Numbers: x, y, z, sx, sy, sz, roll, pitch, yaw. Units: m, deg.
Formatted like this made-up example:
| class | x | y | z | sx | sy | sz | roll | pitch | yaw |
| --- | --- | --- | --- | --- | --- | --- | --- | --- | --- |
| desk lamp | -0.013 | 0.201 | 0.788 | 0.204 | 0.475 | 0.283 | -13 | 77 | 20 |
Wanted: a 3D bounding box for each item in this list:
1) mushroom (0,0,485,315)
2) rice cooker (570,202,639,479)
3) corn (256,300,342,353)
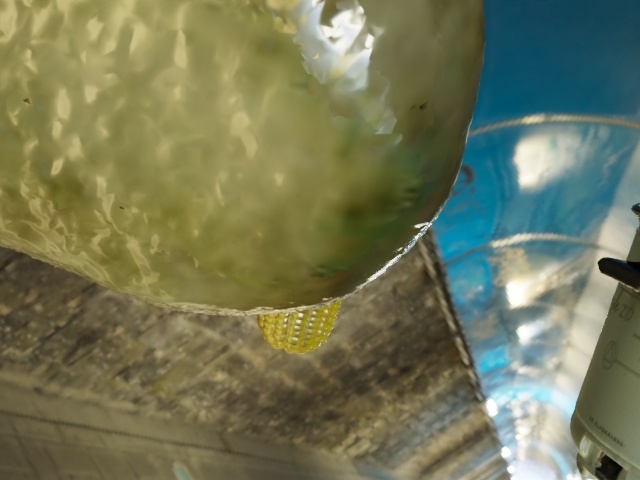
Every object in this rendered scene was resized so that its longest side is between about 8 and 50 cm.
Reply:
| class | x | y | z | sx | sy | sz | roll | pitch | yaw |
| --- | --- | --- | --- | --- | --- | --- | --- | --- | --- |
| mushroom | -0.071 | -0.068 | 0.414 | 0.212 | 0.217 | 0.292 | 57 | -43 | 26 |
| rice cooker | 0.295 | 0.076 | 0.605 | 0.280 | 0.227 | 0.241 | 15 | 10 | -16 |
| corn | 0.000 | 0.000 | 0.890 | 0.080 | 0.231 | 0.080 | 16 | 21 | -6 |
